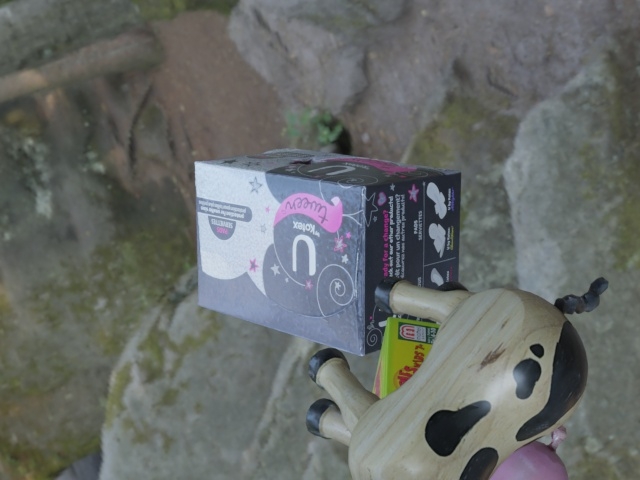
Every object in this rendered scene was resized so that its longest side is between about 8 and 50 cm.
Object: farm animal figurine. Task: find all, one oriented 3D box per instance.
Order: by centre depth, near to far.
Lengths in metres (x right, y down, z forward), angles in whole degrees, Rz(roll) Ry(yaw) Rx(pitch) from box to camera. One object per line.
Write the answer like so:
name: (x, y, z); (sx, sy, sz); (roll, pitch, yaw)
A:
farm animal figurine: (0.006, 0.195, 0.417); (0.172, 0.326, 0.330); (28, 125, 60)

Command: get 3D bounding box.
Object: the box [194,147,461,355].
box: (0.000, 0.000, 0.991); (0.247, 0.142, 0.163); (12, 107, 44)

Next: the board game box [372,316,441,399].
board game box: (0.052, 0.154, 0.696); (0.092, 0.043, 0.181); (-80, -1, -58)
